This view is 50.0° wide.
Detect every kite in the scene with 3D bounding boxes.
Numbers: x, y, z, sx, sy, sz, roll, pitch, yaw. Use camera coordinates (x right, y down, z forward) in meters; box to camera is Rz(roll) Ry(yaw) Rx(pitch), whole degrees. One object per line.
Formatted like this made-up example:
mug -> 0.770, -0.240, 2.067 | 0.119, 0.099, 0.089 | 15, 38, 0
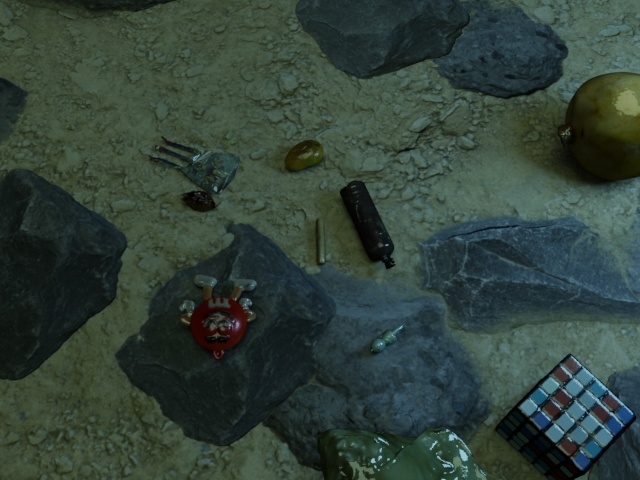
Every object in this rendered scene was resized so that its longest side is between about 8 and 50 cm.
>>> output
kite -> -0.346, -0.214, 1.876 | 0.245, 0.015, 0.141 | 23, 63, 8

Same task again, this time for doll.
doll -> -0.246, 0.176, 1.631 | 0.183, 0.085, 0.217 | 6, 53, 2

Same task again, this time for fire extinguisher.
fire extinguisher -> 0.128, -0.034, 1.736 | 0.072, 0.089, 0.267 | -17, 63, -11

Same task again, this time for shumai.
shumai -> 0.169, 0.467, 1.343 | 0.289, 0.292, 0.329 | -26, 101, 0

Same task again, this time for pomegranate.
pomegranate -> 0.779, -0.294, 1.762 | 0.308, 0.307, 0.307 | 0, 62, 0

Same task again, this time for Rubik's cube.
Rubik's cube -> 0.515, 0.384, 1.459 | 0.184, 0.182, 0.187 | -40, 69, -20

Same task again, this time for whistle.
whistle -> 0.156, 0.233, 1.624 | 0.100, 0.035, 0.035 | -35, 67, -18

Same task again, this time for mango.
mango -> -0.045, -0.228, 1.863 | 0.114, 0.057, 0.079 | -34, 71, -8

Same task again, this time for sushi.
sushi -> -0.317, -0.108, 1.802 | 0.099, 0.047, 0.050 | 6, 59, 1

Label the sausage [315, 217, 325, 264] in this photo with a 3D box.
sausage -> 0.000, 0.000, 1.756 | 0.024, 0.024, 0.132 | -2, 63, -1
